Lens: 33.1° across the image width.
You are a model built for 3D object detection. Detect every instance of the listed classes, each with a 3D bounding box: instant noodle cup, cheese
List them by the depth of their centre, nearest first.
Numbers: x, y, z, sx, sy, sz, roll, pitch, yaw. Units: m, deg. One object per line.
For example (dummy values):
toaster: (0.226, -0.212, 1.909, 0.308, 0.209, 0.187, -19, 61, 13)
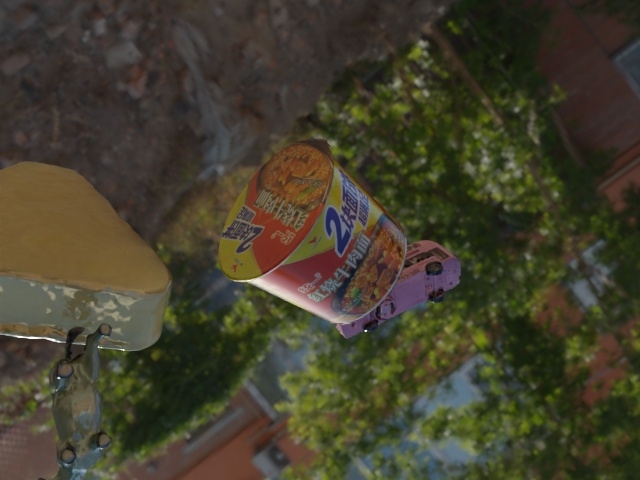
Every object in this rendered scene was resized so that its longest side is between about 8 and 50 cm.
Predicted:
instant noodle cup: (0.000, 0.000, 1.397, 0.213, 0.174, 0.213, -35, -143, 31)
cheese: (-0.429, 0.022, 1.475, 0.384, 0.384, 0.104, -45, 155, -59)

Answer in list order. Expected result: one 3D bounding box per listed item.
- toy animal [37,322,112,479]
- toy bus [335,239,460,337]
toy animal: (-0.290, 0.212, 1.257, 0.073, 0.217, 0.176, 5, 164, -24)
toy bus: (0.100, 0.067, 1.540, 0.203, 0.063, 0.090, -24, -143, -21)
